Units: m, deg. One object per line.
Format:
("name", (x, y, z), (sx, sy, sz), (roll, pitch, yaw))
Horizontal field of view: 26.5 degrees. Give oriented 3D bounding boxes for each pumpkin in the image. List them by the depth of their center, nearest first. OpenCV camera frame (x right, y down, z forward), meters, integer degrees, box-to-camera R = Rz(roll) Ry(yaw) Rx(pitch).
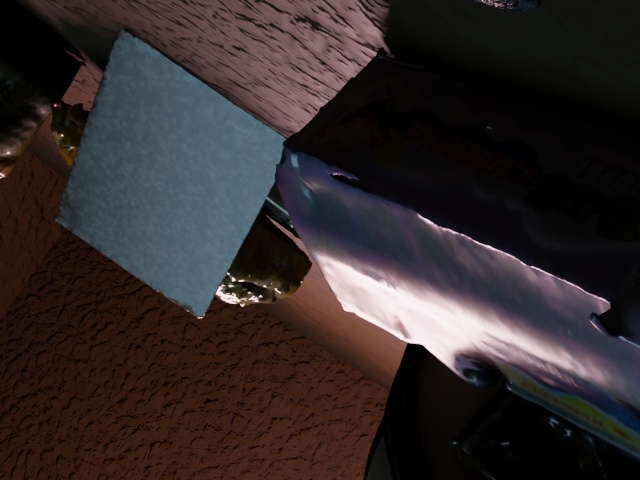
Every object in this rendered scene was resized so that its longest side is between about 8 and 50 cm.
("pumpkin", (-0.315, -0.144, 1.343), (0.190, 0.139, 0.280), (33, 175, 22))

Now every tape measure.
("tape measure", (0.119, 0.153, 0.739), (0.231, 0.271, 0.133), (31, 172, 15))

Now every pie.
("pie", (-0.128, -0.033, 1.252), (0.308, 0.085, 0.308), (38, -178, -2))

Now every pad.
("pad", (-0.123, -0.044, 1.077), (0.158, 0.003, 0.235), (34, 136, 4))

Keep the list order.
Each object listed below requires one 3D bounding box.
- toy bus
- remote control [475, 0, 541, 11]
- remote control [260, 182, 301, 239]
("toy bus", (0.114, 0.017, 0.550), (0.317, 0.112, 0.138), (25, 158, 50))
("remote control", (0.037, -0.104, 0.436), (0.039, 0.014, 0.096), (27, 171, 45))
("remote control", (-0.016, -0.023, 1.163), (0.233, 0.038, 0.098), (37, 172, -14))
